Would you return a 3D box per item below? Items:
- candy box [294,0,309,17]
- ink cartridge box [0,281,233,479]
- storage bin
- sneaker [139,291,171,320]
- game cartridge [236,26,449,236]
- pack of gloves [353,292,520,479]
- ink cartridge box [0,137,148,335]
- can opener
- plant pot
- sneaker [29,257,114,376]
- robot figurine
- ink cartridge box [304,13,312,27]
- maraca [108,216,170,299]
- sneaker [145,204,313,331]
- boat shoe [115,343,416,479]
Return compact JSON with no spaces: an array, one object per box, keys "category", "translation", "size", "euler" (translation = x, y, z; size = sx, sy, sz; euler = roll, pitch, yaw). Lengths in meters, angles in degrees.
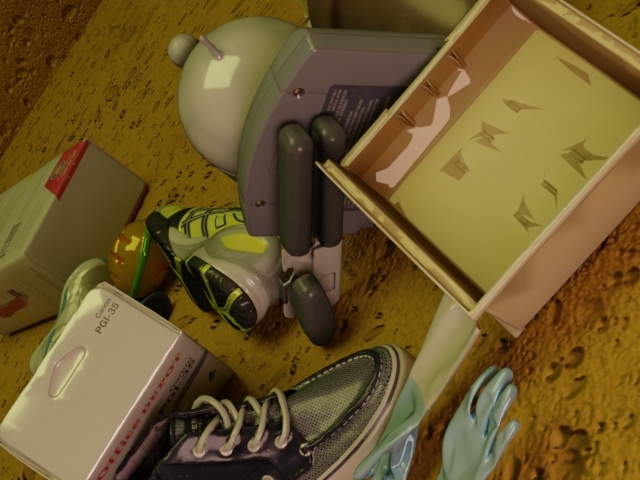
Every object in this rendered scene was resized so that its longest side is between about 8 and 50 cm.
[{"category":"candy box","translation":[0.060,-0.310,1.447],"size":[0.109,0.186,0.053],"euler":[-42,-2,20]},{"category":"ink cartridge box","translation":[-0.226,0.189,1.220],"size":[0.207,0.117,0.283],"euler":[-58,-14,-10]},{"category":"storage bin","translation":[0.169,-0.093,0.989],"size":[0.262,0.123,0.260],"euler":[-50,56,9]},{"category":"sneaker","translation":[-0.283,0.140,1.599],"size":[0.144,0.053,0.059],"euler":[-58,26,-11]},{"category":"game cartridge","translation":[0.012,-0.115,1.167],"size":[0.294,0.196,0.060],"euler":[113,144,-46]},{"category":"pack of gloves","translation":[0.086,0.181,0.915],"size":[0.195,0.046,0.232],"euler":[-122,50,-64]},{"category":"ink cartridge box","translation":[-0.541,0.003,2.033],"size":[0.385,0.160,0.279],"euler":[-20,42,46]},{"category":"can opener","translation":[0.000,0.000,1.154],"size":[0.076,0.283,0.095],"euler":[-17,47,-19]},{"category":"plant pot","translation":[0.146,-0.269,1.239],"size":[0.263,0.263,0.229],"euler":[-48,46,10]},{"category":"sneaker","translation":[-0.401,0.139,1.760],"size":[0.092,0.087,0.228],"euler":[6,69,51]},{"category":"robot figurine","translation":[-0.064,-0.165,1.350],"size":[0.199,0.300,0.353],"euler":[-57,-13,-1]},{"category":"ink cartridge box","translation":[0.067,-0.368,1.590],"size":[0.172,0.100,0.237],"euler":[-43,29,21]},{"category":"maraca","translation":[-0.294,0.044,1.686],"size":[0.127,0.099,0.185],"euler":[-87,17,-50]},{"category":"sneaker","translation":[-0.127,0.015,1.450],"size":[0.147,0.145,0.385],"euler":[-37,27,-14]},{"category":"boat shoe","translation":[-0.065,0.205,1.074],"size":[0.340,0.158,0.127],"euler":[-45,29,16]}]
